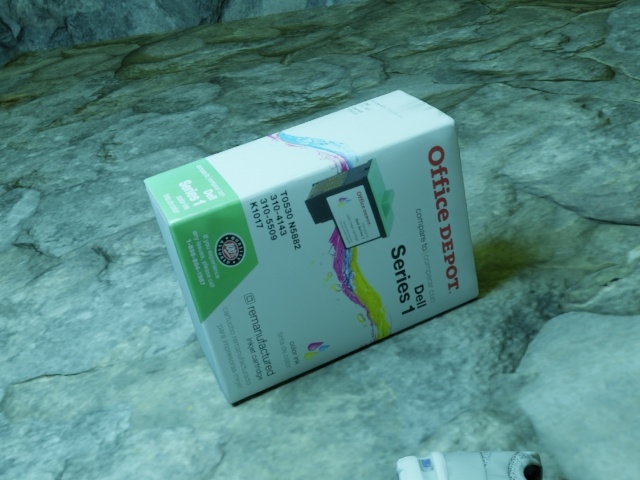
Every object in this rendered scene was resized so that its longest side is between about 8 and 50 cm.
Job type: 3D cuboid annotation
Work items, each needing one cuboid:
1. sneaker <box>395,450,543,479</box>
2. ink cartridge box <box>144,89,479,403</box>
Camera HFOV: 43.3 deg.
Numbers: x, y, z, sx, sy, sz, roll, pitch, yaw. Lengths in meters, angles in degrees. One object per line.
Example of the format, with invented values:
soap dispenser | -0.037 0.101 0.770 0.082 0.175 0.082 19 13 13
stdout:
sneaker | 0.127 0.204 0.451 0.115 0.105 0.281 -16 28 -3
ink cartridge box | 0.000 0.000 0.778 0.278 0.201 0.117 -21 30 -14
